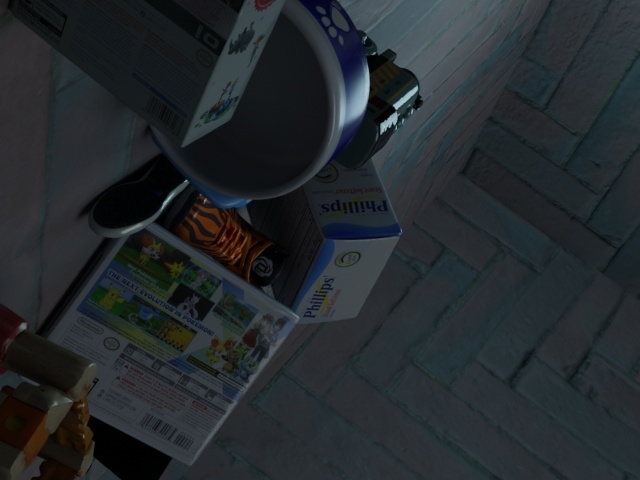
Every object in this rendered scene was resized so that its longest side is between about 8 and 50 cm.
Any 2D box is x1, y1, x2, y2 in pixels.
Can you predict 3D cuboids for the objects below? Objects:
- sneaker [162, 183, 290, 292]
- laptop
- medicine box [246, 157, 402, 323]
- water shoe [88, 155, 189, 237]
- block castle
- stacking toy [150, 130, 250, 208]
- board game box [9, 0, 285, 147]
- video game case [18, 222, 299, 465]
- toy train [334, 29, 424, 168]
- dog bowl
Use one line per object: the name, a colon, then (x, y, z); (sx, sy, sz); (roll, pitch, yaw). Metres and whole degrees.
sneaker: (-0.141, -0.005, 1.897); (0.124, 0.180, 0.321); (-53, 169, 1)
laptop: (-0.340, 0.325, 1.965); (0.136, 0.234, 0.264); (-50, 168, -14)
medicine box: (-0.004, -0.042, 2.022); (0.149, 0.289, 0.263); (-5, 146, -23)
water shoe: (-0.250, -0.045, 1.600); (0.203, 0.073, 0.080); (-41, 166, -46)
block castle: (-0.465, 0.318, 1.367); (0.303, 0.213, 0.453); (103, 13, -52)
stacking toy: (-0.073, -0.192, 1.484); (0.175, 0.166, 0.302); (-42, 177, -42)
board game box: (-0.128, -0.270, 0.987); (0.097, 0.224, 0.303); (-38, 162, -51)
video game case: (-0.242, 0.157, 1.747); (0.300, 0.329, 0.036); (-54, -152, 3)
toy train: (0.056, -0.240, 1.915); (0.142, 0.190, 0.334); (-59, 173, 31)
dog bowl: (-0.080, -0.187, 1.346); (0.104, 0.265, 0.265); (-42, 165, -53)
